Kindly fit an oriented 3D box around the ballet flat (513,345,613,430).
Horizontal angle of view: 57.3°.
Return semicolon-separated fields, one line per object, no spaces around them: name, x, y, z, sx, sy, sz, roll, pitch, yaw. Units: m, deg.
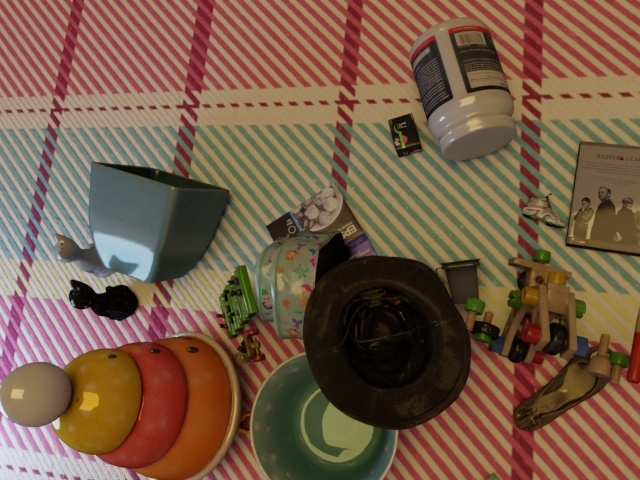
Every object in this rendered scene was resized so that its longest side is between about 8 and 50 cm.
ballet flat;0.500;0.305;1.197;0.250;0.058;0.084;-37;71;5

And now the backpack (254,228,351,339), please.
backpack;-0.037;0.097;1.264;0.191;0.253;0.225;1;105;9

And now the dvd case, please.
dvd case;0.640;-0.091;1.266;0.179;0.029;0.238;9;80;17

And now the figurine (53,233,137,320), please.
figurine;-0.574;0.089;1.464;0.092;0.209;0.215;-30;71;7

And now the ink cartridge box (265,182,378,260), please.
ink cartridge box;0.000;0.000;1.414;0.206;0.045;0.208;-33;73;6

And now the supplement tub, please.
supplement tub;0.321;-0.339;1.325;0.191;0.191;0.272;-15;74;12

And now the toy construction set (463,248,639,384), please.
toy construction set;0.474;0.127;1.148;0.309;0.257;0.237;12;73;28

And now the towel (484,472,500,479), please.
towel;0.362;0.678;1.164;0.248;0.038;0.325;-41;69;3

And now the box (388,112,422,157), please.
box;0.204;-0.252;1.411;0.062;0.052;0.083;-16;73;12

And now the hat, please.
hat;0.121;0.199;1.132;0.331;0.134;0.331;-1;67;2

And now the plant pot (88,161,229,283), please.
plant pot;-0.411;-0.037;1.440;0.247;0.248;0.252;18;99;18

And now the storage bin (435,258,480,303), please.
storage bin;0.303;0.089;1.269;0.098;0.135;0.091;-8;85;13

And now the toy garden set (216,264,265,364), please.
toy garden set;-0.192;0.192;1.325;0.049;0.244;0.203;-10;72;-23

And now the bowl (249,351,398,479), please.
bowl;0.021;0.393;1.255;0.312;0.163;0.311;-3;77;14

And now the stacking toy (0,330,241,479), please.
stacking toy;-0.423;0.331;1.204;0.351;0.480;0.350;-10;69;26

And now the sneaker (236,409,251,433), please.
sneaker;-0.197;0.419;1.360;0.175;0.067;0.064;-10;77;15

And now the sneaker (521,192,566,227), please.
sneaker;0.503;-0.071;1.294;0.098;0.038;0.069;25;86;19
